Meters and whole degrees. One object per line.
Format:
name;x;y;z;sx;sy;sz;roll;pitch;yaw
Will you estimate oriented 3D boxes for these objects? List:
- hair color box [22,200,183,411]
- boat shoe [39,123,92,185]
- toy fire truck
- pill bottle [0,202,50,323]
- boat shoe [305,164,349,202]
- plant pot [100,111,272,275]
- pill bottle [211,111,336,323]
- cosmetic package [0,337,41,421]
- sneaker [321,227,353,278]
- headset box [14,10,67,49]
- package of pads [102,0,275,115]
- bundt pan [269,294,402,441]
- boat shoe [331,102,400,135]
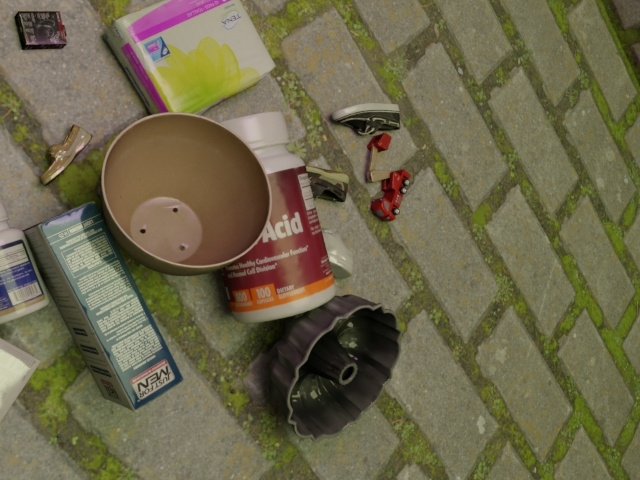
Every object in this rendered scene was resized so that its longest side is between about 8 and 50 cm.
hair color box;-0.385;0.115;1.186;0.105;0.174;0.347;-30;103;-31
boat shoe;-0.473;-0.157;1.235;0.045;0.050;0.135;43;52;-22
toy fire truck;0.160;-0.159;1.712;0.135;0.047;0.192;33;67;-29
pill bottle;-0.535;0.038;1.124;0.112;0.112;0.187;-23;98;-36
boat shoe;-0.020;-0.125;1.552;0.223;0.080;0.073;2;79;-41
plant pot;-0.250;-0.053;1.191;0.284;0.191;0.284;10;64;-21
pill bottle;-0.118;-0.048;1.379;0.224;0.224;0.392;-18;96;-37
cosmetic package;-0.572;0.276;1.102;0.099;0.060;0.239;40;63;-25
sneaker;0.000;0.000;1.567;0.212;0.080;0.094;40;51;-34
headset box;-0.508;-0.385;1.240;0.083;0.032;0.062;-16;95;-38
package of pads;-0.255;-0.384;1.388;0.296;0.101;0.229;-39;108;-33
bundt pan;0.020;0.256;1.459;0.330;0.124;0.331;-24;129;-33
boat shoe;0.121;-0.299;1.679;0.219;0.077;0.070;-11;90;-39
